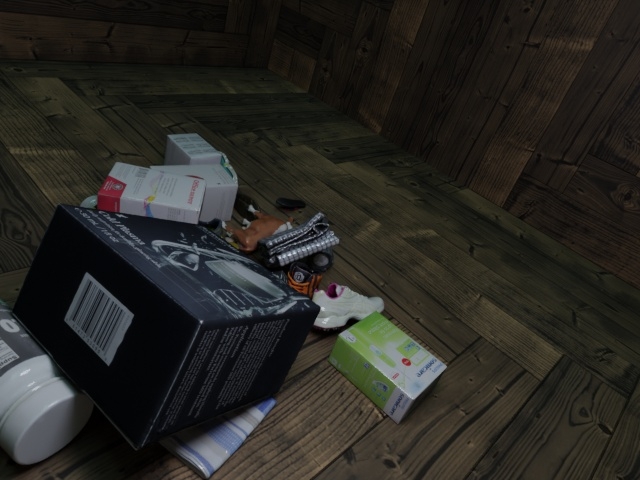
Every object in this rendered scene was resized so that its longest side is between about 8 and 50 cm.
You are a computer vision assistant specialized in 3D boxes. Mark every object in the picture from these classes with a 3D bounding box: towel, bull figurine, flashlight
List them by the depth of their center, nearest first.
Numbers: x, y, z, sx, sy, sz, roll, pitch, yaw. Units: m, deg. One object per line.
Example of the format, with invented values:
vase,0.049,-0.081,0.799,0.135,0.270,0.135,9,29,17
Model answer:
towel,-0.266,0.431,1.199,0.209,0.034,0.285,31,33,17
towel,-0.092,0.004,1.673,0.235,0.121,0.284,-22,2,-14
bull figurine,-0.244,-0.046,1.882,0.188,0.101,0.310,26,30,18
flashlight,0.000,0.000,1.943,0.103,0.103,0.304,38,25,-21

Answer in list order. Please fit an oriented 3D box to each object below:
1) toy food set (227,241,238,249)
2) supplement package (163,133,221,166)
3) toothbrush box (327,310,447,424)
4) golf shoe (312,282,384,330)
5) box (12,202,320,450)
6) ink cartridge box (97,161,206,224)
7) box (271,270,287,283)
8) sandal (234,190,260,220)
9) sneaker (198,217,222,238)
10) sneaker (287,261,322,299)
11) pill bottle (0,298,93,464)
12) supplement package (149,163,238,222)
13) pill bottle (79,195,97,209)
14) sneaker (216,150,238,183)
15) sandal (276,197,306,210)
toy food set,-0.351,0.085,1.663,0.128,0.071,0.218,-4,28,9
supplement package,-0.550,-0.322,2.050,0.149,0.194,0.203,-16,47,-42
toothbrush box,0.199,0.372,1.454,0.283,0.122,0.206,39,37,26
golf shoe,0.096,0.205,1.592,0.306,0.140,0.115,-7,3,-40
box,-0.341,0.167,1.150,0.480,0.297,0.472,32,9,25
ink cartridge box,-0.550,-0.131,1.592,0.306,0.131,0.226,12,32,-12
box,-0.194,0.202,1.437,0.175,0.051,0.220,-12,47,15
sandal,-0.328,-0.155,2.040,0.219,0.090,0.060,29,10,28
sneaker,-0.476,-0.019,1.693,0.300,0.121,0.111,-15,45,-42
sneaker,-0.112,0.167,1.544,0.125,0.180,0.321,32,34,20
pill bottle,-0.676,0.292,1.032,0.361,0.204,0.204,33,34,20
supplement package,-0.502,-0.180,1.876,0.293,0.175,0.177,-9,42,-37
pill bottle,-0.718,-0.060,1.631,0.208,0.119,0.119,35,35,24
sneaker,-0.465,-0.321,2.190,0.110,0.107,0.275,-13,43,-27
sandal,-0.134,-0.158,2.178,0.067,0.040,0.179,46,26,28
